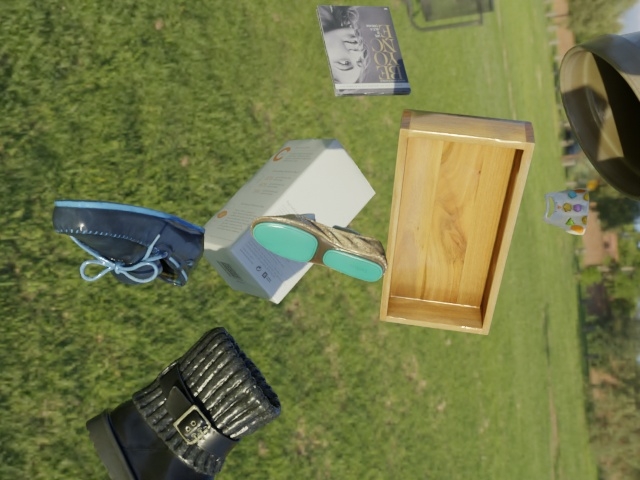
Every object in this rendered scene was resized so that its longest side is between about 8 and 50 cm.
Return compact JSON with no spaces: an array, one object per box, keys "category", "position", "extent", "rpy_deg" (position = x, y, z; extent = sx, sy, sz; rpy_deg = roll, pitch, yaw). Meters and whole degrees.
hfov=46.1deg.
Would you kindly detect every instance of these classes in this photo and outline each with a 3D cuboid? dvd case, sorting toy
[{"category":"dvd case","position":[0.089,-0.400,1.576],"extent":[0.018,0.164,0.221],"rpy_deg":[122,-40,-63]},{"category":"sorting toy","position":[0.435,-0.056,1.338],"extent":[0.045,0.075,0.083],"rpy_deg":[45,50,-80]}]

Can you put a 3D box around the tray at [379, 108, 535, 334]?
[{"category":"tray","position":[0.219,-0.019,1.287],"extent":[0.076,0.202,0.411],"rpy_deg":[-76,171,-50]}]

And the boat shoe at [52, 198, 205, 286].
[{"category":"boat shoe","position":[-0.199,0.011,0.848],"extent":[0.258,0.109,0.089],"rpy_deg":[20,79,-64]}]

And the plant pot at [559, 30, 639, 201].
[{"category":"plant pot","position":[0.663,-0.276,1.424],"extent":[0.323,0.280,0.323],"rpy_deg":[64,-2,4]}]

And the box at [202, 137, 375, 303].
[{"category":"box","position":[-0.084,-0.053,1.677],"extent":[0.345,0.215,0.168],"rpy_deg":[-48,118,-19]}]

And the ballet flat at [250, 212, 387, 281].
[{"category":"ballet flat","position":[0.000,0.000,1.088],"extent":[0.067,0.206,0.073],"rpy_deg":[-80,-164,-46]}]

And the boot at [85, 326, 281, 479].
[{"category":"boot","position":[-0.156,0.329,1.110],"extent":[0.348,0.260,0.131],"rpy_deg":[57,-7,7]}]
